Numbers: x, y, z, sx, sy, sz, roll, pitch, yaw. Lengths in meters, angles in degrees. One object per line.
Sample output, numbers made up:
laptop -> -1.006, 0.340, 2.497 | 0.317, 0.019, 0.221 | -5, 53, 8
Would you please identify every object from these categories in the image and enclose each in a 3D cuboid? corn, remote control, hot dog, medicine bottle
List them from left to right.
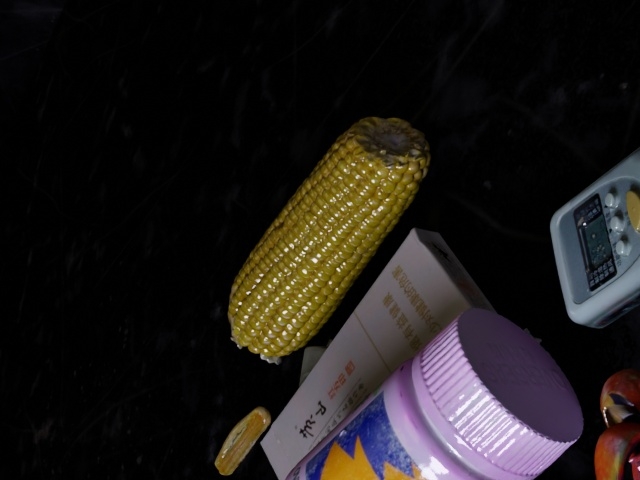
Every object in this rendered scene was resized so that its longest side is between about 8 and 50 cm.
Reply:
hot dog -> -0.110, 0.282, 1.886 | 0.044, 0.028, 0.137 | 50, 127, 25
corn -> 0.000, 0.000, 1.708 | 0.387, 0.144, 0.144 | -58, 34, 30
medicine bottle -> 0.109, 0.221, 1.350 | 0.290, 0.178, 0.178 | -47, 39, 28
remote control -> 0.329, -0.034, 1.237 | 0.296, 0.056, 0.140 | -43, 45, 45

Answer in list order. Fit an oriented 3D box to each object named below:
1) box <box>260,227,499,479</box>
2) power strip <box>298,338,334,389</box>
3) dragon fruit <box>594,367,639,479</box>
box -> 0.071, 0.187, 1.541 | 0.365, 0.051, 0.204 | -55, 45, 25
power strip -> -0.005, 0.267, 1.696 | 0.080, 0.048, 0.285 | -2, 77, 61
dragon fruit -> 0.302, 0.228, 0.976 | 0.307, 0.227, 0.243 | 34, 67, 28
